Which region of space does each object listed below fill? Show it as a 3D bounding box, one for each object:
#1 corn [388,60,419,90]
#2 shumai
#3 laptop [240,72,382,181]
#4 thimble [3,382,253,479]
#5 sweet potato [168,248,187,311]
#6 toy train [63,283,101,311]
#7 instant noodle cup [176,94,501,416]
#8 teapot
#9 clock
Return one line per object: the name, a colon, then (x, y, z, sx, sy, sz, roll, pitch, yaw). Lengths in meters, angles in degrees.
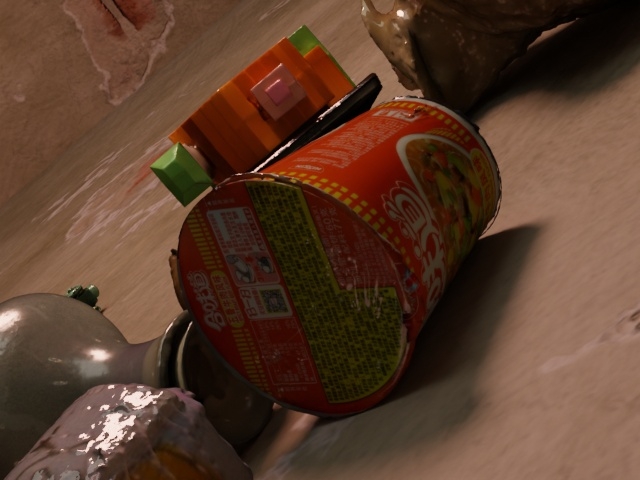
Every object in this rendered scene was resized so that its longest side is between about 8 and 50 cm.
corn: (0.166, -0.270, 1.752, 0.097, 0.097, 0.320, -24, 18, 44)
shumai: (0.187, -0.235, 1.492, 0.314, 0.262, 0.267, -4, 40, -24)
laptop: (-0.019, -0.103, 1.730, 0.207, 0.026, 0.154, -40, -1, -10)
thimble: (-0.133, 0.169, 1.025, 0.151, 0.127, 0.118, -16, 26, 43)
sweet potato: (-0.065, 0.058, 1.329, 0.075, 0.075, 0.269, -43, 29, -21)
toy train: (-0.314, 0.099, 1.838, 0.122, 0.050, 0.081, -47, 12, -29)
instant noodle cup: (0.032, -0.007, 1.114, 0.193, 0.193, 0.212, -25, 12, 41)
teapot: (-0.163, 0.118, 1.204, 0.251, 0.183, 0.183, -14, 26, 36)
clock: (-0.075, -0.136, 1.775, 0.220, 0.106, 0.255, -40, 5, 9)
